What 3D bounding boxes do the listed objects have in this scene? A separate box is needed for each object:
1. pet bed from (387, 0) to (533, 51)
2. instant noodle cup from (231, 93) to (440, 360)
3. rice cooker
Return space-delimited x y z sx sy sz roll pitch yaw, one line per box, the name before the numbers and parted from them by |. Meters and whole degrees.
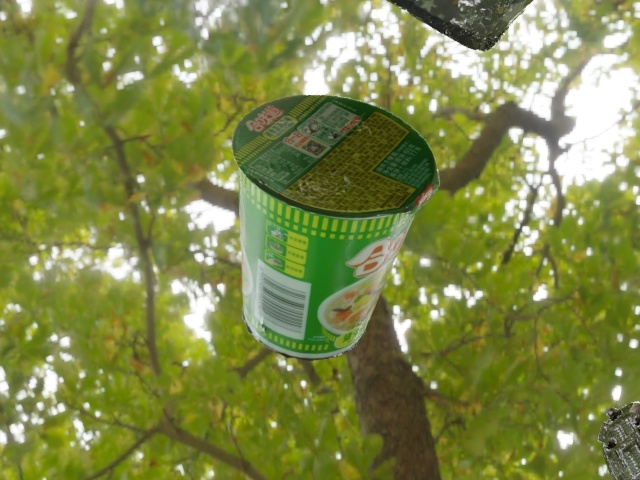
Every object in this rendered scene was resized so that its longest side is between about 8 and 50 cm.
pet bed | 0.142 -0.328 0.944 0.211 0.159 0.183 30 -136 -8
instant noodle cup | 0.000 0.000 0.976 0.207 0.232 0.207 7 -141 -5
rice cooker | 0.422 0.274 1.162 0.106 0.112 0.165 13 -143 -33
